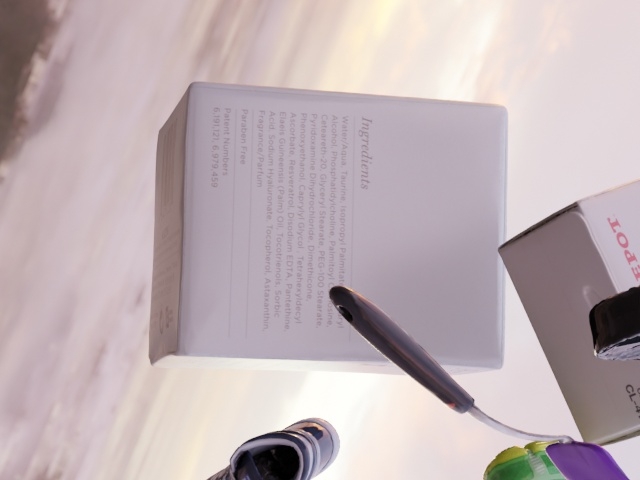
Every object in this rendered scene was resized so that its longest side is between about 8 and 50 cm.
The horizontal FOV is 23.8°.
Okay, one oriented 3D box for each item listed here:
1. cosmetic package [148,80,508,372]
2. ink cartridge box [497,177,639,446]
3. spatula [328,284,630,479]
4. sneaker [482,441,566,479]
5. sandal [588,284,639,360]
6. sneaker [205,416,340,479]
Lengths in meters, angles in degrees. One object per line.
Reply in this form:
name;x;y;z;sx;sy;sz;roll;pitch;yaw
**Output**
cosmetic package;0.000;0.000;1.910;0.329;0.394;0.327;150;-58;-76
ink cartridge box;0.355;0.047;1.510;0.306;0.226;0.131;-17;169;-38
spatula;0.122;0.120;1.046;0.030;0.296;0.084;-60;-165;-19
sneaker;0.226;0.298;1.417;0.123;0.109;0.295;-106;178;-52
sandal;0.424;0.091;1.275;0.167;0.446;0.107;139;-55;-60
sneaker;-0.107;0.330;1.932;0.282;0.099;0.153;-41;171;11
